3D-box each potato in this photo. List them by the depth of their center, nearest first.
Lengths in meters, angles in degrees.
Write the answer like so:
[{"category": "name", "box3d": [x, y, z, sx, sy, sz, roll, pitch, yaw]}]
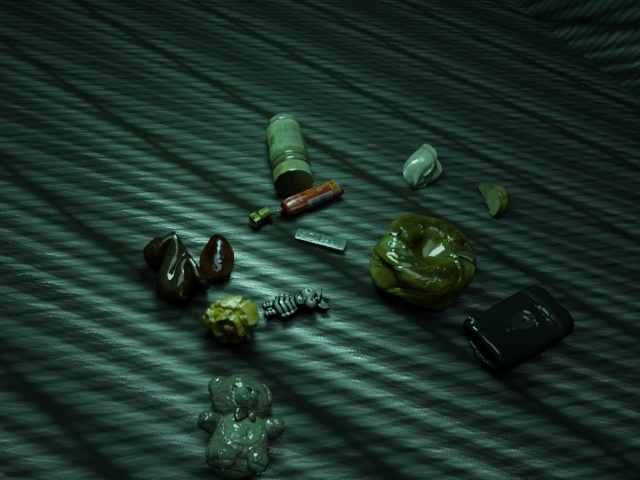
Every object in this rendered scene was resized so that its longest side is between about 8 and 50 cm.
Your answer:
[{"category": "potato", "box3d": [0.709, -0.182, 1.925, 0.089, 0.100, 0.171, -1, 51, -15]}]

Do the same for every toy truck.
[{"category": "toy truck", "box3d": [-0.218, -0.083, 1.749, 0.083, 0.054, 0.049, -32, 64, -26]}]

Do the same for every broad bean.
[{"category": "broad bean", "box3d": [-0.346, 0.062, 1.613, 0.114, 0.084, 0.165, 2, 59, 14]}]

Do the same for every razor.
[{"category": "razor", "box3d": [0.636, 0.280, 1.561, 0.349, 0.113, 0.204, -21, 58, -19]}]

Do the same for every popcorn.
[{"category": "popcorn", "box3d": [-0.266, 0.238, 1.454, 0.167, 0.148, 0.152, -14, 25, -1]}]

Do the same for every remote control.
[{"category": "remote control", "box3d": [0.000, 0.000, 1.738, 0.184, 0.027, 0.049, 15, 52, 9]}]

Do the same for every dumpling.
[{"category": "dumpling", "box3d": [0.416, -0.290, 1.962, 0.229, 0.124, 0.151, -44, 106, -26]}]

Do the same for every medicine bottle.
[{"category": "medicine bottle", "box3d": [-0.127, -0.339, 1.889, 0.151, 0.151, 0.322, -5, 54, -11]}]

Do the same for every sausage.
[{"category": "sausage", "box3d": [-0.043, -0.155, 1.817, 0.274, 0.074, 0.074, -25, 61, -22]}]

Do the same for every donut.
[{"category": "donut", "box3d": [0.345, 0.068, 1.648, 0.361, 0.170, 0.360, 6, 48, -7]}]

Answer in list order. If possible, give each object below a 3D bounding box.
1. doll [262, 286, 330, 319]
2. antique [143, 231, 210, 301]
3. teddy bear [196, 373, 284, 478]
[{"category": "doll", "box3d": [-0.076, 0.201, 1.553, 0.220, 0.067, 0.091, -10, 52, -16]}, {"category": "antique", "box3d": [-0.479, 0.086, 1.556, 0.143, 0.121, 0.256, -30, 70, -16]}, {"category": "teddy bear", "box3d": [-0.210, 0.483, 1.278, 0.236, 0.151, 0.267, 19, 53, -20]}]
